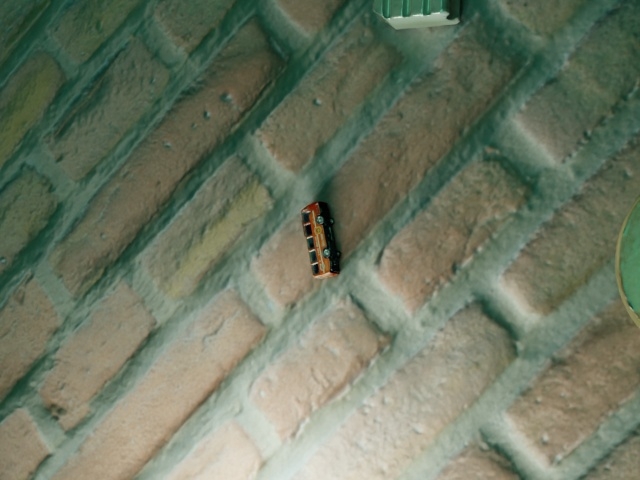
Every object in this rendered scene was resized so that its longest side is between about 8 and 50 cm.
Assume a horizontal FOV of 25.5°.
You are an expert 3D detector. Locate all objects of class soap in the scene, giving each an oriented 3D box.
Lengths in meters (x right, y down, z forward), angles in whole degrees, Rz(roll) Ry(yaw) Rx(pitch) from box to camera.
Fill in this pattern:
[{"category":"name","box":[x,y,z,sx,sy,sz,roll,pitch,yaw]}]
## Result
[{"category":"soap","box":[0.140,-0.408,2.024,0.119,0.066,0.198,-1,82,29]}]

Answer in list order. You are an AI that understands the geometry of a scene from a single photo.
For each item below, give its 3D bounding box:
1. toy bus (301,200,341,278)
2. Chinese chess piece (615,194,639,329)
[{"category":"toy bus","box":[0.000,0.000,2.061,0.043,0.031,0.110,-18,75,31]},{"category":"Chinese chess piece","box":[0.502,0.027,1.759,0.273,0.102,0.273,-5,79,27]}]
